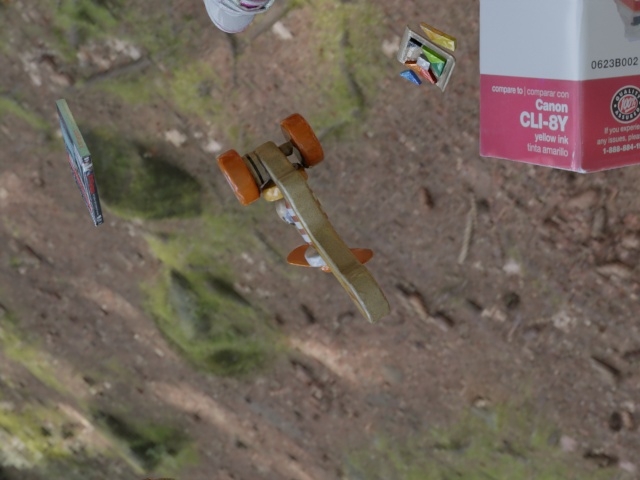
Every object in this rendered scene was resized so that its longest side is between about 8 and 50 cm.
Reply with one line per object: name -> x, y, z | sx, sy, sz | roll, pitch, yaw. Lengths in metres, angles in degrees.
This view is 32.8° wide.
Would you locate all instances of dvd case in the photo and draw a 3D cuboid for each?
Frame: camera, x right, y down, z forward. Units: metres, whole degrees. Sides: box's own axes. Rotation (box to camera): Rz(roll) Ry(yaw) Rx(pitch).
dvd case -> -0.260, -0.083, 1.178 | 0.119, 0.013, 0.087 | 92, 153, -54

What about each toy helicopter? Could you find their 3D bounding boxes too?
toy helicopter -> 0.000, 0.000, 1.561 | 0.355, 0.140, 0.235 | 53, 171, 41

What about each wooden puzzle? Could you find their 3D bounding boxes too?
wooden puzzle -> 0.120, -0.208, 1.249 | 0.078, 0.014, 0.116 | 36, 158, 16

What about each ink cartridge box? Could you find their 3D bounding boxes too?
ink cartridge box -> 0.317, -0.282, 1.129 | 0.160, 0.279, 0.385 | 19, 115, 58

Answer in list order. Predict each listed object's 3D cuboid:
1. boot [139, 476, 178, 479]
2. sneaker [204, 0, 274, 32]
boot -> -0.023, 0.282, 0.802 | 0.305, 0.115, 0.112 | 46, 147, 19
sneaker -> -0.123, -0.394, 1.691 | 0.252, 0.102, 0.111 | 113, 146, -62
